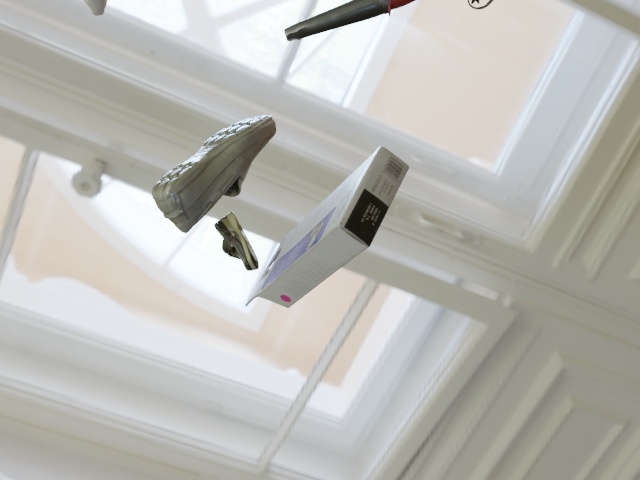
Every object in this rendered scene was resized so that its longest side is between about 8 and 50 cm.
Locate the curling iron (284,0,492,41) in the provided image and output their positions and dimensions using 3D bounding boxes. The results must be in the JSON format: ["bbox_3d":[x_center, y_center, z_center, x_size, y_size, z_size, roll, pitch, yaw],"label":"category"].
[{"bbox_3d":[0.090,-0.281,0.921,0.068,0.274,0.035,74,179,-58],"label":"curling iron"}]

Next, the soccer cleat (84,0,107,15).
[{"bbox_3d":[-0.409,-0.472,1.345,0.076,0.068,0.196,101,154,-48],"label":"soccer cleat"}]

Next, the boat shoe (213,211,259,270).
[{"bbox_3d":[-0.151,0.009,1.370,0.049,0.056,0.152,-29,40,-2],"label":"boat shoe"}]

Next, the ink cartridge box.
[{"bbox_3d":[0.000,0.000,1.276,0.371,0.069,0.176,-37,20,54],"label":"ink cartridge box"}]

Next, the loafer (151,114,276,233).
[{"bbox_3d":[-0.192,-0.138,1.496,0.112,0.111,0.319,2,38,47],"label":"loafer"}]
